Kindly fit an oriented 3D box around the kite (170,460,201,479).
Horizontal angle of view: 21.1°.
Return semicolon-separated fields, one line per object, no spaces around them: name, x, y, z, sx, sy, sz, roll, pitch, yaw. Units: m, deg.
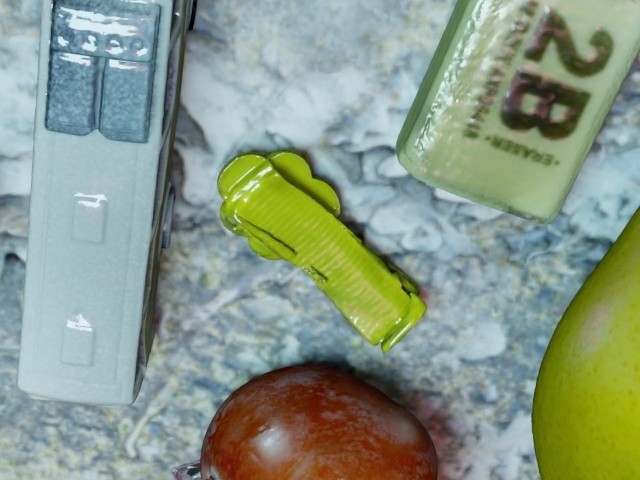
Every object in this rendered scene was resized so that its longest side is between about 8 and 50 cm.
kite;-0.042;0.200;1.289;0.153;0.005;0.137;24;114;-13

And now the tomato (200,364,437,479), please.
tomato;0.008;0.176;1.190;0.151;0.187;0.187;-28;118;-25

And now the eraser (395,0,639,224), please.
eraser;0.133;-0.105;1.113;0.117;0.058;0.172;19;114;-9

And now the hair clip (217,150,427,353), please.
hair clip;0.000;0.000;1.169;0.173;0.046;0.072;40;100;-19

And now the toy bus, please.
toy bus;-0.139;-0.065;1.085;0.097;0.138;0.342;8;117;-2

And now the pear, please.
pear;0.282;0.087;1.092;0.285;0.285;0.336;9;113;-5
